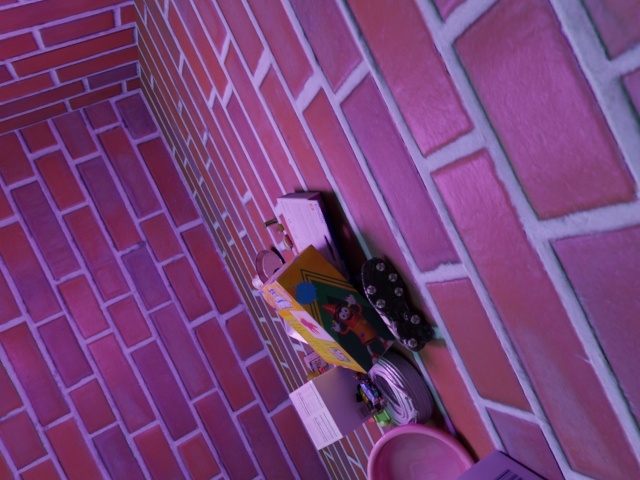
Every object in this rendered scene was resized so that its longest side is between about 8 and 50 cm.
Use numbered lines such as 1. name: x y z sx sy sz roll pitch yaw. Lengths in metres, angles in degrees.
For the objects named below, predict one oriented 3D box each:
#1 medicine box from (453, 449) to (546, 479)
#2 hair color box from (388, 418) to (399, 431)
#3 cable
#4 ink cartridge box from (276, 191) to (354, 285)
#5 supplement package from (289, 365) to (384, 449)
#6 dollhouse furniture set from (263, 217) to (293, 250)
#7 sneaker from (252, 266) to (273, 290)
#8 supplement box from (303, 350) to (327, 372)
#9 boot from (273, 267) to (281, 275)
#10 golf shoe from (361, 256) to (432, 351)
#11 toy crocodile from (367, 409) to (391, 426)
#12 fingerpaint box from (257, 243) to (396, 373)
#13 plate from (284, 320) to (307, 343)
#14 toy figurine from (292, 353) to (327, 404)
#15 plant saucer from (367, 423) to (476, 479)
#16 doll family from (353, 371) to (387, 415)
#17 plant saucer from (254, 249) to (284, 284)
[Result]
1. medicine box: 0.482 0.690 1.167 0.263 0.149 0.289 8 122 67
2. hair color box: 0.282 0.703 1.770 0.093 0.053 0.167 39 130 50
3. cable: 0.245 0.467 1.587 0.257 0.089 0.257 49 157 38
4. ink cartridge box: 0.000 0.000 1.652 0.330 0.071 0.324 11 126 62
5. supplement package: 0.067 0.542 1.717 0.145 0.261 0.204 -44 70 39
6. dollhouse furniture set: -0.176 -0.017 2.090 0.152 0.058 0.076 60 161 10
7. sneaker: -0.266 0.192 2.493 0.106 0.123 0.290 60 158 14
8. supplement box: -0.024 0.572 2.409 0.083 0.083 0.056 18 132 65
9. boot: -0.126 0.246 2.191 0.207 0.094 0.247 -154 48 -66
10. golf shoe: 0.186 0.177 1.355 0.273 0.105 0.120 61 168 10
11. toy crocodile: 0.190 0.645 1.921 0.115 0.105 0.340 62 160 5
12. fingerpaint box: 0.003 0.222 1.621 0.371 0.163 0.445 45 164 -2
13. plate: -0.033 0.339 2.071 0.277 0.045 0.278 18 137 26
14. toy figurine: -0.061 0.724 2.496 0.362 0.217 0.191 14 127 65
15. plant saucer: 0.306 0.692 1.485 0.332 0.332 0.084 62 -157 5
16. doll family: 0.153 0.484 1.611 0.111 0.076 0.193 57 156 33
17. plant saucer: -0.224 0.132 2.347 0.198 0.036 0.199 15 115 35
